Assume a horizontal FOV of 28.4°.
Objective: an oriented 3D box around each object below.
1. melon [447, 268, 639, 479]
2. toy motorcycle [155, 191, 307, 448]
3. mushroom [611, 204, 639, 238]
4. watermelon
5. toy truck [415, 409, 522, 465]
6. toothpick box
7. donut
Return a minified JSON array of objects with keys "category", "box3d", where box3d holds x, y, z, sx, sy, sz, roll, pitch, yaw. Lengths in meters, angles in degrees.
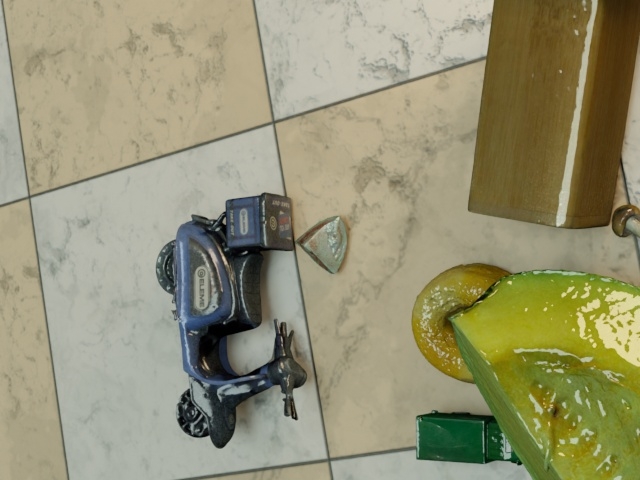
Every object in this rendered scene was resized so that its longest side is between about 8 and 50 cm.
[{"category":"melon","box3d":[0.316,0.185,1.480,0.343,0.226,0.331,57,135,34]},{"category":"toy motorcycle","box3d":[-0.125,0.119,1.831,0.212,0.125,0.359,-7,83,28]},{"category":"mushroom","box3d":[0.450,0.083,1.538,0.068,0.043,0.306,-44,68,42]},{"category":"watermelon","box3d":[0.000,0.000,1.794,0.085,0.061,0.085,6,100,36]},{"category":"toy truck","box3d":[0.206,0.257,1.654,0.147,0.079,0.065,-1,88,29]},{"category":"toothpick box","box3d":[0.292,-0.177,1.560,0.190,0.187,0.308,10,98,30]},{"category":"donut","box3d":[0.197,0.111,1.671,0.178,0.065,0.162,7,93,30]}]
